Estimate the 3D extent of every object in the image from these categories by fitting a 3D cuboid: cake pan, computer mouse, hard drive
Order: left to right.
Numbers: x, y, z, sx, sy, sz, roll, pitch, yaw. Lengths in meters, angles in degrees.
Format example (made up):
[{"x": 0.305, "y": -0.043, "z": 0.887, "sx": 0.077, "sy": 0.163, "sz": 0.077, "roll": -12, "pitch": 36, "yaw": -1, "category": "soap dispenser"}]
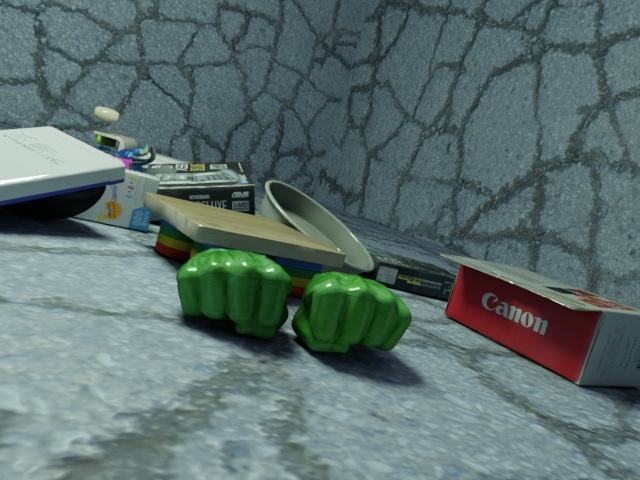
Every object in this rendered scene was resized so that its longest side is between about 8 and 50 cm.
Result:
[{"x": -0.488, "y": -0.111, "z": 0.845, "sx": 0.210, "sy": 0.040, "sz": 0.319, "roll": 26, "pitch": 26, "yaw": 25, "category": "hard drive"}, {"x": -0.492, "y": -0.092, "z": 0.950, "sx": 0.273, "sy": 0.072, "sz": 0.188, "roll": 15, "pitch": 27, "yaw": 2, "category": "computer mouse"}, {"x": -0.013, "y": -0.017, "z": 1.222, "sx": 0.293, "sy": 0.054, "sz": 0.293, "roll": 36, "pitch": 15, "yaw": -12, "category": "cake pan"}]

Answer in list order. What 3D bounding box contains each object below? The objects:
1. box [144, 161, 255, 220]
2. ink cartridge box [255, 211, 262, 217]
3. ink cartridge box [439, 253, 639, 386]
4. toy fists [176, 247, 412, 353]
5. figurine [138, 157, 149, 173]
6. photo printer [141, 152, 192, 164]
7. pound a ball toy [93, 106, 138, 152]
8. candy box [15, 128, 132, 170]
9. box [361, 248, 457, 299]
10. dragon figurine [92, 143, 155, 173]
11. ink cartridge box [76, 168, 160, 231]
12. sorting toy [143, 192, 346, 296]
[{"x": -0.286, "y": -0.121, "z": 1.335, "sx": 0.243, "sy": 0.076, "sz": 0.307, "roll": -2, "pitch": 17, "yaw": -11, "category": "box"}, {"x": -0.076, "y": -0.025, "z": 1.536, "sx": 0.166, "sy": 0.065, "sz": 0.333, "roll": 18, "pitch": 6, "yaw": 16, "category": "ink cartridge box"}, {"x": 0.387, "y": 0.135, "z": 1.025, "sx": 0.272, "sy": 0.129, "sz": 0.309, "roll": 11, "pitch": 8, "yaw": -32, "category": "ink cartridge box"}, {"x": -0.032, "y": 0.072, "z": 0.683, "sx": 0.280, "sy": 0.096, "sz": 0.142, "roll": 14, "pitch": -3, "yaw": -9, "category": "toy fists"}, {"x": -0.547, "y": -0.192, "z": 1.694, "sx": 0.215, "sy": 0.092, "sz": 0.209, "roll": 17, "pitch": 11, "yaw": 16, "category": "figurine"}, {"x": -0.489, "y": -0.225, "z": 1.988, "sx": 0.308, "sy": 0.107, "sz": 0.256, "roll": 17, "pitch": 6, "yaw": 3, "category": "photo printer"}, {"x": -0.716, "y": -0.348, "z": 2.023, "sx": 0.136, "sy": 0.208, "sz": 0.319, "roll": 15, "pitch": 6, "yaw": -10, "category": "pound a ball toy"}, {"x": -0.508, "y": -0.134, "z": 1.150, "sx": 0.234, "sy": 0.071, "sz": 0.159, "roll": 15, "pitch": 26, "yaw": -23, "category": "candy box"}, {"x": 0.201, "y": 0.077, "z": 1.364, "sx": 0.233, "sy": 0.059, "sz": 0.183, "roll": 14, "pitch": 7, "yaw": -18, "category": "box"}, {"x": -0.528, "y": -0.208, "z": 1.502, "sx": 0.144, "sy": 0.085, "sz": 0.289, "roll": -10, "pitch": 14, "yaw": -31, "category": "dragon figurine"}, {"x": -0.402, "y": -0.088, "z": 1.052, "sx": 0.182, "sy": 0.104, "sz": 0.062, "roll": 12, "pitch": 7, "yaw": -27, "category": "ink cartridge box"}, {"x": -0.138, "y": 0.011, "z": 0.941, "sx": 0.257, "sy": 0.089, "sz": 0.256, "roll": 11, "pitch": 8, "yaw": -35, "category": "sorting toy"}]
